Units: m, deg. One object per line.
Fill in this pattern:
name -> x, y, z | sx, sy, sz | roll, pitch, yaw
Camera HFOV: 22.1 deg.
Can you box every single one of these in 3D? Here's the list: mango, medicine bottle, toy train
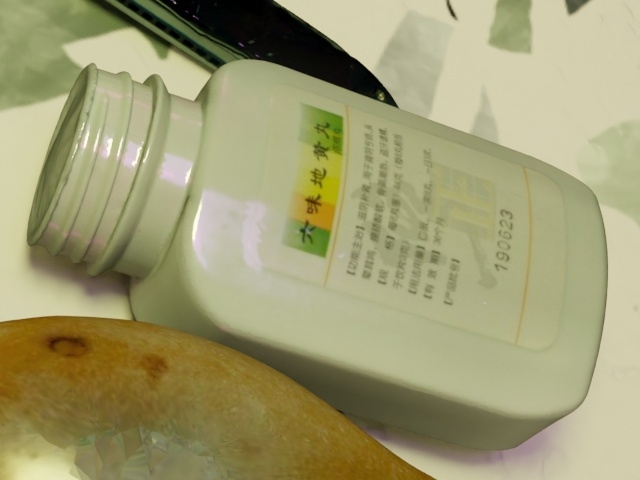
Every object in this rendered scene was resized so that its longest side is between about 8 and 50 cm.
mango -> -0.059, 0.159, 0.807 | 0.384, 0.199, 0.221 | 14, 62, -20
medicine bottle -> 0.000, 0.000, 0.953 | 0.324, 0.124, 0.179 | 18, 60, -18
toy train -> -0.058, -0.130, 1.029 | 0.252, 0.048, 0.055 | 33, 53, -15
